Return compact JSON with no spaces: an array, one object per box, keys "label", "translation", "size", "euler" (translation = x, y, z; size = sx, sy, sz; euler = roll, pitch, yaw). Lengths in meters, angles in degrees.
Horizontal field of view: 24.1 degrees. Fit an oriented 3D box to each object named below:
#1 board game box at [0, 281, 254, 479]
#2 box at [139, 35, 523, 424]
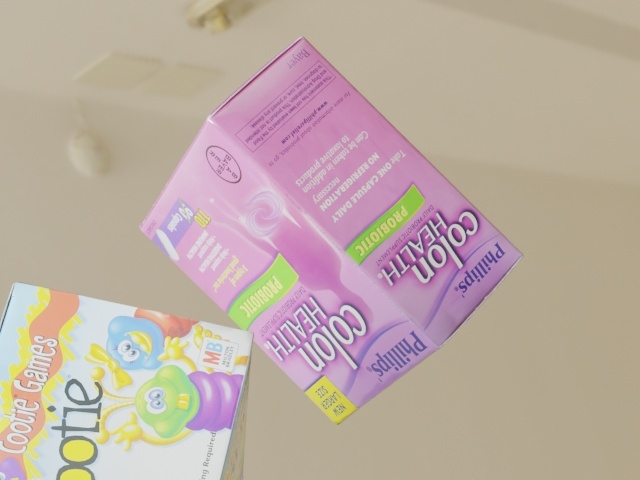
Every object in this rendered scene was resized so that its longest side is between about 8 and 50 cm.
[{"label":"board game box","translation":[-0.126,0.156,0.931],"size":[0.142,0.275,0.144],"euler":[12,-116,2]},{"label":"box","translation":[0.000,0.000,1.202],"size":[0.243,0.213,0.117],"euler":[44,-120,0]}]
